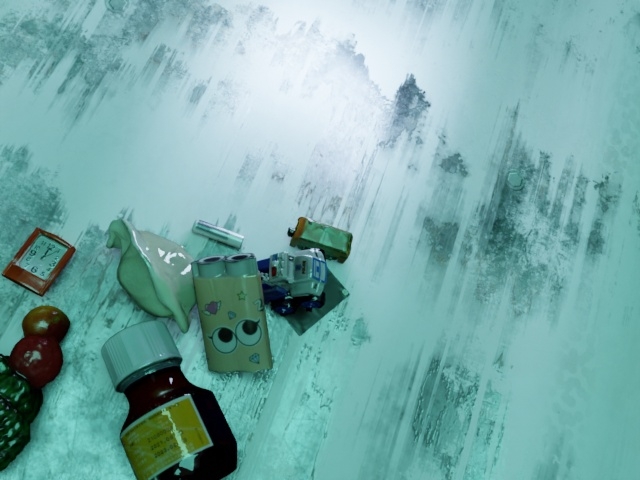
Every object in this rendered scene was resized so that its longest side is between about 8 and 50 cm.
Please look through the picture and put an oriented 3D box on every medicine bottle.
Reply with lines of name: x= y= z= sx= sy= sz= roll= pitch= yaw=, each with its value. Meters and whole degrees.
medicine bottle: x=-0.364 y=0.390 z=1.567 sx=0.242 sy=0.242 sz=0.395 roll=-19 pitch=64 yaw=-19

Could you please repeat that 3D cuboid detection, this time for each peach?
peach: x=-0.664 y=0.206 z=1.616 sx=0.100 sy=0.101 sz=0.101 roll=4 pitch=71 yaw=-12

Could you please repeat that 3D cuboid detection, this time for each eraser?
eraser: x=-0.217 y=0.182 z=1.659 sx=0.171 sy=0.087 sz=0.291 roll=-5 pitch=102 yaw=9

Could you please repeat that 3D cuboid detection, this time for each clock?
clock: x=-0.706 y=0.055 z=1.679 sx=0.113 sy=0.061 sz=0.155 roll=29 pitch=65 yaw=-3

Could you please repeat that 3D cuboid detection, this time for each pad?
pad: x=-0.022 y=0.162 z=1.836 sx=0.193 sy=0.004 sz=0.116 roll=-37 pitch=83 yaw=-21

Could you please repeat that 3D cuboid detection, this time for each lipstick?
lipstick: x=-0.279 y=-0.019 z=1.814 sx=0.141 sy=0.040 sz=0.040 roll=21 pitch=69 yaw=-6

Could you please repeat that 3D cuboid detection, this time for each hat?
hat: x=-0.733 y=0.339 z=1.499 sx=0.332 sy=0.242 sz=0.274 roll=-48 pitch=112 yaw=-30

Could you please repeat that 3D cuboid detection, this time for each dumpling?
dumpling: x=-0.401 y=0.068 z=1.645 sx=0.187 sy=0.243 sz=0.318 roll=-37 pitch=71 yaw=-22

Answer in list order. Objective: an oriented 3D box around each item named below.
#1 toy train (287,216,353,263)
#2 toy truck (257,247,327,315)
toy train: x=0.000 y=0.000 z=1.843 sx=0.188 sy=0.099 sz=0.072 roll=19 pitch=69 yaw=-8
toy truck: x=-0.092 y=0.093 z=1.731 sx=0.177 sy=0.213 sz=0.161 roll=29 pitch=54 yaw=-47
